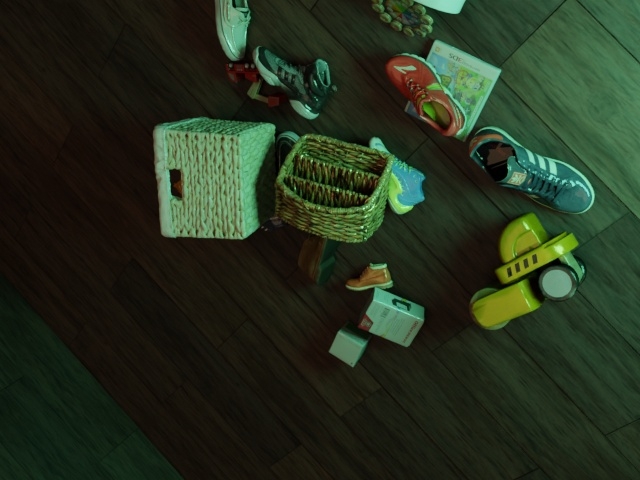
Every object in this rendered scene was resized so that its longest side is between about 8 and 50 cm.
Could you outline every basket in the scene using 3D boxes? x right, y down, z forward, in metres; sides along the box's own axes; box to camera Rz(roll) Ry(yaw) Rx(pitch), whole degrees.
[{"bbox_3d":[-0.303,-0.193,1.887,0.266,0.331,0.328,4,107,14],"label":"basket"},{"bbox_3d":[0.027,-0.148,1.765,0.299,0.213,0.223,19,121,19],"label":"basket"}]

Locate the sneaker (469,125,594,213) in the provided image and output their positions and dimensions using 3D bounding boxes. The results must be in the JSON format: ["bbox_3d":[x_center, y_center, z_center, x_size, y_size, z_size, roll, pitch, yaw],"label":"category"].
[{"bbox_3d":[0.533,-0.164,1.630,0.350,0.148,0.131,31,123,14],"label":"sneaker"}]

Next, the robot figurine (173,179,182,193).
[{"bbox_3d":[-0.367,-0.199,2.153,0.291,0.085,0.211,-27,97,35],"label":"robot figurine"}]

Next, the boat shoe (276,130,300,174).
[{"bbox_3d":[-0.083,-0.187,1.987,0.113,0.105,0.306,-2,110,30],"label":"boat shoe"}]

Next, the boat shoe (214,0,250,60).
[{"bbox_3d":[-0.252,-0.676,1.882,0.088,0.096,0.267,3,104,33],"label":"boat shoe"}]

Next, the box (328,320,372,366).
[{"bbox_3d":[0.100,0.348,2.128,0.101,0.087,0.102,31,123,14],"label":"box"}]

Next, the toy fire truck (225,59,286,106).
[{"bbox_3d":[-0.202,-0.488,1.956,0.192,0.047,0.135,10,123,30],"label":"toy fire truck"}]

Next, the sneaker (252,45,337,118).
[{"bbox_3d":[-0.068,-0.498,1.852,0.268,0.101,0.153,47,125,-3],"label":"sneaker"}]

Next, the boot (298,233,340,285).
[{"bbox_3d":[0.000,0.000,2.030,0.115,0.112,0.305,35,126,24],"label":"boot"}]

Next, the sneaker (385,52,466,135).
[{"bbox_3d":[0.275,-0.386,1.665,0.279,0.118,0.107,45,124,5],"label":"sneaker"}]

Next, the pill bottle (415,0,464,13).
[{"bbox_3d":[0.324,-0.751,1.443,0.229,0.229,0.407,30,122,15],"label":"pill bottle"}]

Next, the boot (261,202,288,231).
[{"bbox_3d":[-0.199,-0.064,2.126,0.190,0.069,0.086,-16,100,31],"label":"boot"}]

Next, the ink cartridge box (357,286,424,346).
[{"bbox_3d":[0.224,0.244,1.994,0.175,0.072,0.127,23,122,-4],"label":"ink cartridge box"}]

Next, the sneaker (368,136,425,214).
[{"bbox_3d":[0.231,-0.202,1.834,0.126,0.091,0.240,-20,100,15],"label":"sneaker"}]

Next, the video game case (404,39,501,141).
[{"bbox_3d":[0.351,-0.402,1.703,0.193,0.023,0.212,31,123,14],"label":"video game case"}]

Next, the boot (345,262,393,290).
[{"bbox_3d":[0.149,0.114,2.023,0.158,0.059,0.084,-9,103,23],"label":"boot"}]

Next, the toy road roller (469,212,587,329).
[{"bbox_3d":[0.536,0.073,1.708,0.329,0.202,0.240,-32,81,30],"label":"toy road roller"}]

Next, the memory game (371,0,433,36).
[{"bbox_3d":[0.207,-0.586,1.629,0.186,0.186,0.012,29,84,16],"label":"memory game"}]
